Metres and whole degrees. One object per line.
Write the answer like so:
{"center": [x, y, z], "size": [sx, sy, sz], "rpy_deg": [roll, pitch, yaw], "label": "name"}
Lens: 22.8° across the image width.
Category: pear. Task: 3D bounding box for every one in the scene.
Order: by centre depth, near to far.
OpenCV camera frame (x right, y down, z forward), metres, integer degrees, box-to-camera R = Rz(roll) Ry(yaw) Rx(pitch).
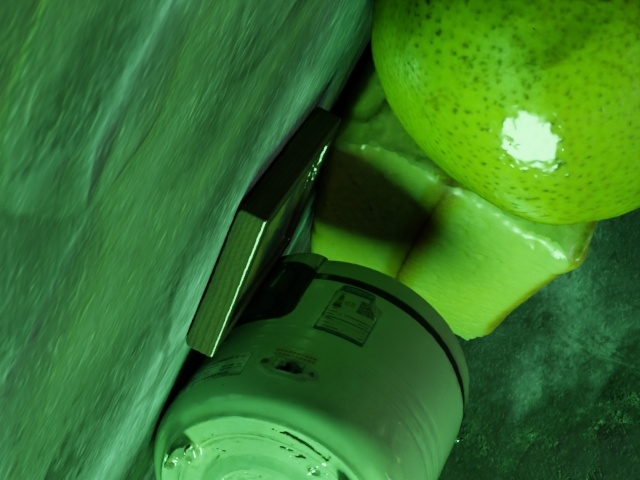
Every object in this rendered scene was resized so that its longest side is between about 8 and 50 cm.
{"center": [0.177, -0.156, 1.174], "size": [0.294, 0.294, 0.294], "rpy_deg": [-62, 176, -8], "label": "pear"}

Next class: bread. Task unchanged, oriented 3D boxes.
{"center": [0.126, -0.065, 1.468], "size": [0.245, 0.233, 0.361], "rpy_deg": [-63, 180, -20], "label": "bread"}

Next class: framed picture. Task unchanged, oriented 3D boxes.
{"center": [-0.039, -0.009, 1.149], "size": [0.128, 0.023, 0.168], "rpy_deg": [-66, 175, 34], "label": "framed picture"}

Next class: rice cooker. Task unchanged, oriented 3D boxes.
{"center": [-0.006, 0.140, 1.257], "size": [0.244, 0.226, 0.226], "rpy_deg": [-56, 172, -47], "label": "rice cooker"}
